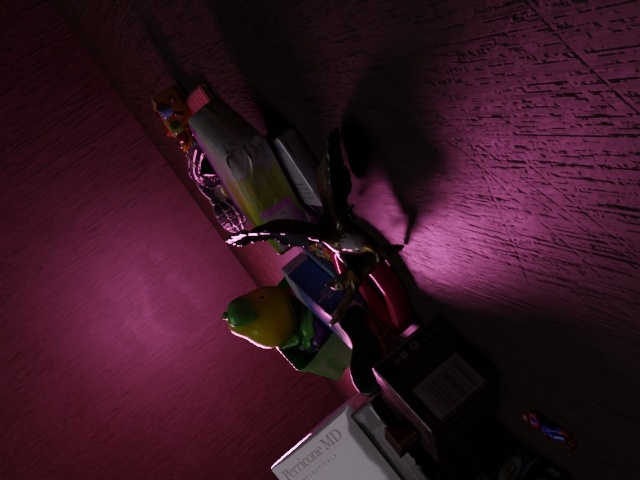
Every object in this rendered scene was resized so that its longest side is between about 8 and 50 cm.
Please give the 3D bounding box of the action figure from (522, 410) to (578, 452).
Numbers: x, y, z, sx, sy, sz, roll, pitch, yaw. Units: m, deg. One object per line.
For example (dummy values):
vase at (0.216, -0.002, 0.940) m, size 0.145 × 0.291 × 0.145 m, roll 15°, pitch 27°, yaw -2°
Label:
action figure at (0.385, 0.321, 1.185) m, size 0.038 × 0.030 × 0.115 m, roll 52°, pitch 171°, yaw -23°

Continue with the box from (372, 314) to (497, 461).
box at (0.225, 0.287, 1.343) m, size 0.167 × 0.168 × 0.203 m, roll 44°, pitch 166°, yaw 32°

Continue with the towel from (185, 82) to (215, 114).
towel at (-0.279, -0.311, 1.839) m, size 0.199 × 0.031 × 0.275 m, roll 57°, pitch 166°, yaw -13°

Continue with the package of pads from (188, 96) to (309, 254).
package of pads at (-0.147, -0.130, 1.470) m, size 0.229 × 0.101 × 0.297 m, roll 44°, pitch 166°, yaw 47°

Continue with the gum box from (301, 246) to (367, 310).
gum box at (0.035, 0.098, 1.823) m, size 0.157 × 0.041 × 0.184 m, roll 38°, pitch 163°, yaw 47°

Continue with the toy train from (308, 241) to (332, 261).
toy train at (0.000, 0.000, 1.624) m, size 0.125 × 0.046 × 0.166 m, roll 44°, pitch 170°, yaw -26°

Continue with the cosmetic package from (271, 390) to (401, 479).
cosmetic package at (0.168, 0.567, 1.712) m, size 0.394 × 0.329 × 0.327 m, roll 49°, pitch -150°, yaw 10°

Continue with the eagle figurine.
eagle figurine at (0.009, -0.029, 1.155) m, size 0.225 × 0.226 × 0.298 m, roll -15°, pitch 138°, yaw 39°

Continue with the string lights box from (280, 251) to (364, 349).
string lights box at (0.016, 0.155, 1.773) m, size 0.259 × 0.076 × 0.133 m, roll 40°, pitch 164°, yaw 40°

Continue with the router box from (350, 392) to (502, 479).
router box at (0.244, 0.429, 1.531) m, size 0.309 × 0.243 × 0.081 m, roll 50°, pitch 130°, yaw 6°

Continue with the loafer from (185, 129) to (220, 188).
loafer at (-0.357, -0.238, 2.183) m, size 0.095 × 0.109 × 0.303 m, roll 43°, pitch 163°, yaw 20°

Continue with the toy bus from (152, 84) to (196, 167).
toy bus at (-0.395, -0.345, 1.994) m, size 0.191 × 0.104 × 0.202 m, roll 44°, pitch 165°, yaw 39°

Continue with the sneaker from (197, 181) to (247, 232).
sneaker at (-0.339, -0.154, 2.439) m, size 0.110 × 0.107 × 0.275 m, roll -107°, pitch -9°, yaw -65°

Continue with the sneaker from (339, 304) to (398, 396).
sneaker at (0.129, 0.264, 1.531) m, size 0.145 × 0.090 × 0.270 m, roll 43°, pitch -165°, yaw -29°

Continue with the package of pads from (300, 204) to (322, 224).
package of pads at (-0.031, -0.059, 1.595) m, size 0.050 × 0.032 × 0.083 m, roll 17°, pitch -162°, yaw -46°

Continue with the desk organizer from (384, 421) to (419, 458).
desk organizer at (0.157, 0.381, 1.350) m, size 0.050 × 0.047 × 0.130 m, roll 49°, pitch 168°, yaw 22°

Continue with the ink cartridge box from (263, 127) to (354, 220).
ink cartridge box at (-0.041, -0.124, 1.441) m, size 0.224 × 0.045 × 0.223 m, roll 55°, pitch 168°, yaw -13°

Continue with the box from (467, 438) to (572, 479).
box at (0.395, 0.495, 1.365) m, size 0.078 × 0.147 × 0.180 m, roll 55°, pitch 169°, yaw -17°

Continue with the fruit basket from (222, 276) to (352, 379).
fruit basket at (-0.085, 0.210, 2.006) m, size 0.392 × 0.283 × 0.392 m, roll 39°, pitch 177°, yaw 3°

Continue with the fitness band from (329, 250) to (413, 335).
fitness band at (0.113, 0.095, 1.507) m, size 0.209 × 0.054 × 0.291 m, roll 41°, pitch 165°, yaw 34°
